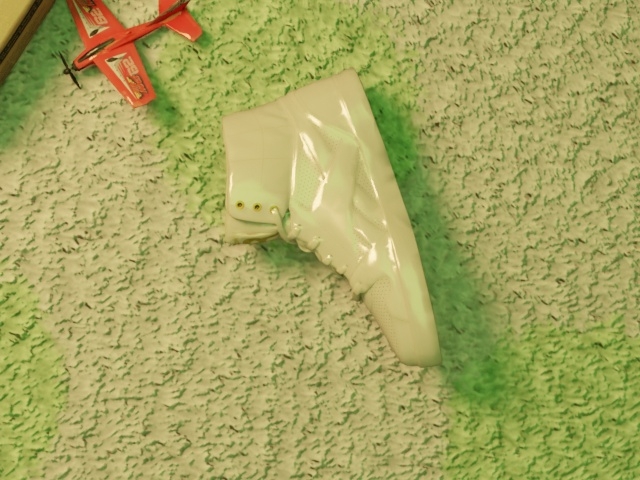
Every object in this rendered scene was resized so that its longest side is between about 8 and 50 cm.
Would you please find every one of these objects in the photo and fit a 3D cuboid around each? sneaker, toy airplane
[{"bbox_3d":[0.000,0.000,1.588,0.169,0.108,0.292,-18,76,-3],"label":"sneaker"},{"bbox_3d":[-0.180,-0.198,1.626,0.151,0.028,0.151,-2,72,6],"label":"toy airplane"}]

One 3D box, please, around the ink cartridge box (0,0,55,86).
[{"bbox_3d":[-0.380,-0.241,1.590,0.235,0.088,0.193,30,85,2],"label":"ink cartridge box"}]
